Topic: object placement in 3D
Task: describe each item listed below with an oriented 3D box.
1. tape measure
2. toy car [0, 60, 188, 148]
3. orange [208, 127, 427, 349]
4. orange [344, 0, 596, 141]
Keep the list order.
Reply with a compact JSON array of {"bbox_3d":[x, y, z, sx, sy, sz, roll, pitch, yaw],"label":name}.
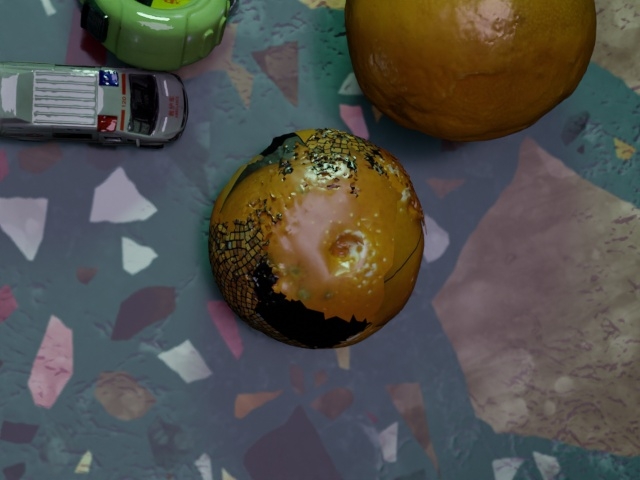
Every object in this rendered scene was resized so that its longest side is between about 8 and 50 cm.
[{"bbox_3d":[-0.172,-0.245,1.690,0.177,0.087,0.154,9,46,-6],"label":"tape measure"},{"bbox_3d":[-0.239,-0.144,1.687,0.209,0.108,0.089,3,88,-9],"label":"toy car"},{"bbox_3d":[0.000,0.000,1.690,0.234,0.182,0.235,0,91,-21],"label":"orange"},{"bbox_3d":[0.153,-0.226,1.675,0.261,0.261,0.261,0,88,-8],"label":"orange"}]
